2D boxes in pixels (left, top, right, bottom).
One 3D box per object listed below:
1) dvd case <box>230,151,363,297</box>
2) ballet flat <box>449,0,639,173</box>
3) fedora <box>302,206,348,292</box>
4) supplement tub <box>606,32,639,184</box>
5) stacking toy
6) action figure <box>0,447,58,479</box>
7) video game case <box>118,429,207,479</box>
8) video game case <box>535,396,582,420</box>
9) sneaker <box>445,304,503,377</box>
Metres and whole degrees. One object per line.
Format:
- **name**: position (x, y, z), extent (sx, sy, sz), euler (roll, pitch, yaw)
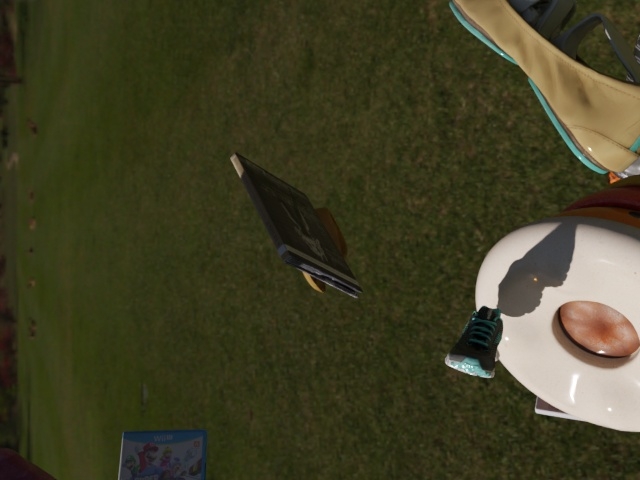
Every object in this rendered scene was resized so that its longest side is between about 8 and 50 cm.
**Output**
- **dvd case**: position (-0.035, -0.022, 1.036), extent (0.018, 0.164, 0.221), euler (-44, 49, 16)
- **ballet flat**: position (0.176, -0.145, 0.538), extent (0.073, 0.080, 0.232), euler (-53, 45, 31)
- **fedora**: position (0.000, 0.000, 1.345), extent (0.194, 0.079, 0.194), euler (-20, -90, -79)
- **supplement tub**: position (0.718, -0.258, 1.494), extent (0.207, 0.207, 0.338), euler (-124, 34, -55)
- **stacking toy**: position (0.478, 0.009, 1.090), extent (0.350, 0.480, 0.351), euler (24, 137, 24)
- **action figure**: position (-0.470, 0.261, 0.866), extent (0.370, 0.248, 0.276), euler (46, 137, 6)
- **video game case**: position (-0.217, 0.344, 0.989), extent (0.015, 0.119, 0.166), euler (87, -179, -62)
- **video game case**: position (0.442, 0.227, 1.187), extent (0.019, 0.157, 0.143), euler (61, -139, -48)
- **sneaker**: position (0.200, 0.122, 0.918), extent (0.166, 0.065, 0.076), euler (-18, -59, -73)
